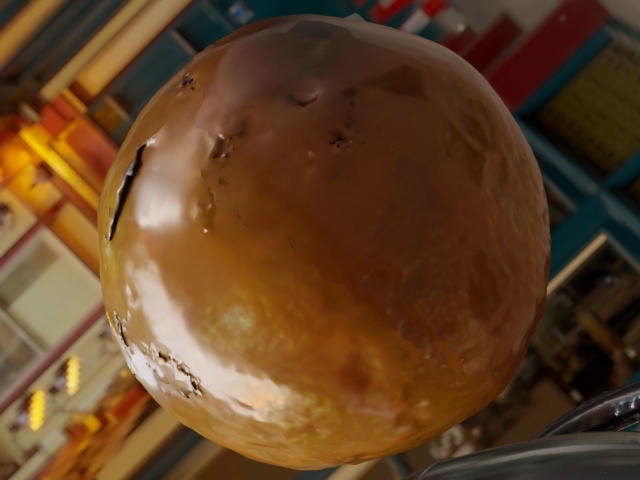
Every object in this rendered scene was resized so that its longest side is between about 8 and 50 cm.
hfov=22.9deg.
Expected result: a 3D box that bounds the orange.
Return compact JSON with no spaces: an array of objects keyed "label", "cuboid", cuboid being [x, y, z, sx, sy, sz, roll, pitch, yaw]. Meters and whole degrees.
[{"label":"orange","cuboid":[0.000,0.000,0.842,0.246,0.246,0.246,46,-175,-5]}]

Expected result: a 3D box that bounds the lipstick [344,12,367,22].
[{"label":"lipstick","cuboid":[0.057,-0.133,1.288,0.129,0.030,0.030,47,150,26]}]

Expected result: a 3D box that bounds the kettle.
[{"label":"kettle","cuboid":[0.204,0.220,1.103,0.251,0.271,0.207,-13,-100,-53]}]
